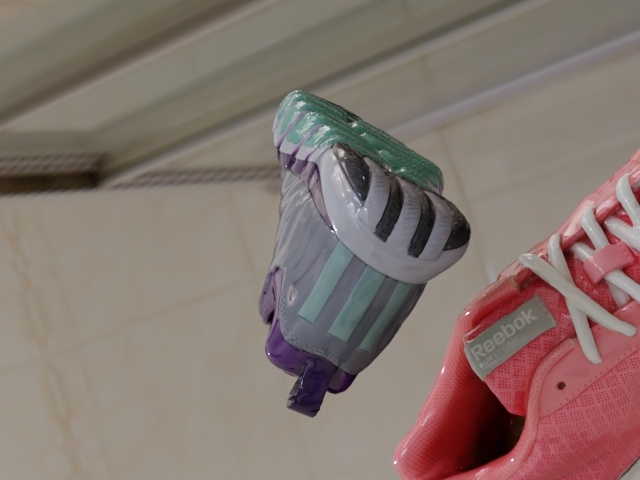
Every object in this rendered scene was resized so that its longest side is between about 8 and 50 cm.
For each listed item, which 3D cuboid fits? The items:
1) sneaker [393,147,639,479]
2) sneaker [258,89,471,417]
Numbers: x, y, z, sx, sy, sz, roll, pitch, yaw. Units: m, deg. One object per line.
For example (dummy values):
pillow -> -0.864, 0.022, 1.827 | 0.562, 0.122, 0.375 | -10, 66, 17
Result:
sneaker -> 0.135, 0.031, 0.769 | 0.136, 0.314, 0.116 | -6, -130, -36
sneaker -> 0.000, 0.000, 0.749 | 0.083, 0.098, 0.223 | 30, -171, -6
